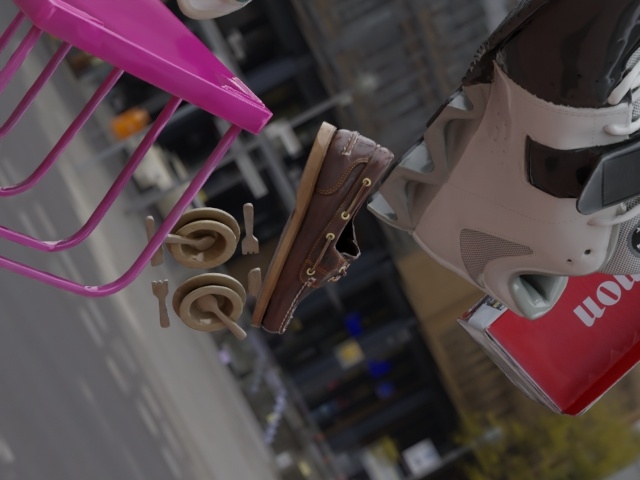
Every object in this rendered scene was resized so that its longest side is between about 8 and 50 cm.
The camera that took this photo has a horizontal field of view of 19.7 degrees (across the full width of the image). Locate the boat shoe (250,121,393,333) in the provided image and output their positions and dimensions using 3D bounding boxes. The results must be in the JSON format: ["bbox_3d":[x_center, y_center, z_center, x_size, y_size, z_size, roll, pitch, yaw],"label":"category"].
[{"bbox_3d":[0.000,0.000,1.580,0.073,0.207,0.073,21,30,-2],"label":"boat shoe"}]

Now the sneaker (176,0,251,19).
[{"bbox_3d":[-0.055,-0.233,1.539,0.075,0.161,0.057,-25,93,-77],"label":"sneaker"}]

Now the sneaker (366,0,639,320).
[{"bbox_3d":[0.147,-0.062,0.969,0.146,0.122,0.330,44,-28,7],"label":"sneaker"}]

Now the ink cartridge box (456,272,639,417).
[{"bbox_3d":[0.313,0.031,1.943,0.130,0.309,0.272,47,-3,-3],"label":"ink cartridge box"}]

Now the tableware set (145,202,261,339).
[{"bbox_3d":[-0.132,0.042,2.122,0.194,0.128,0.039,86,-6,-46],"label":"tableware set"}]

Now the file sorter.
[{"bbox_3d":[-0.220,-0.121,1.264,0.202,0.182,0.290,25,16,-46],"label":"file sorter"}]
